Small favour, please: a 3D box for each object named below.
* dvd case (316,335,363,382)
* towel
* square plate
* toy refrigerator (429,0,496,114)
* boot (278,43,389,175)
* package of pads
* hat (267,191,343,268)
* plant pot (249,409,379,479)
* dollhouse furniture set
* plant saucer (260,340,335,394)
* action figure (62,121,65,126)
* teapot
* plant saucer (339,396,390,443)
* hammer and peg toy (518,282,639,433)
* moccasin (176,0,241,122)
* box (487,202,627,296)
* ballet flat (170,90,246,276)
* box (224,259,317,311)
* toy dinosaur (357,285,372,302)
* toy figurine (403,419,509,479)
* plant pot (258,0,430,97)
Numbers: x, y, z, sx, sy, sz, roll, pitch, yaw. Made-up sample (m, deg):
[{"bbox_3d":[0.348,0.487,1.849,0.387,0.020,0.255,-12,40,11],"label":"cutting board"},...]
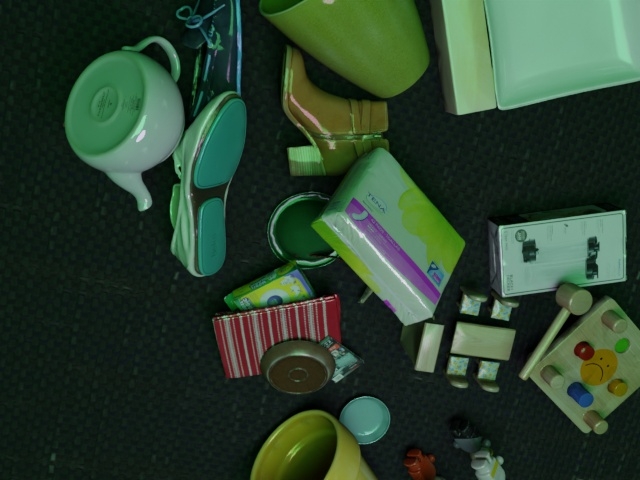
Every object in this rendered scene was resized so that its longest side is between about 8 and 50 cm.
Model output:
[{"bbox_3d":[0.027,0.267,1.848,0.087,0.013,0.119,-40,122,20],"label":"dvd case"},{"bbox_3d":[-0.086,0.210,1.809,0.275,0.031,0.199,-10,129,-4],"label":"towel"},{"bbox_3d":[0.508,-0.479,1.738,0.344,0.049,0.347,-13,105,-3],"label":"square plate"},{"bbox_3d":[0.294,-0.403,1.703,0.094,0.102,0.269,-11,104,-4],"label":"toy refrigerator"},{"bbox_3d":[0.030,-0.270,1.696,0.220,0.109,0.283,-8,106,-4],"label":"boot"},{"bbox_3d":[0.147,-0.014,1.657,0.296,0.229,0.101,47,138,-17],"label":"package of pads"},{"bbox_3d":[0.000,0.000,1.720,0.208,0.183,0.173,-9,106,-5],"label":"hat"},{"bbox_3d":[0.012,0.544,1.837,0.254,0.254,0.239,-42,121,4],"label":"plant pot"},{"bbox_3d":[0.316,0.222,1.825,0.242,0.161,0.212,9,102,-9],"label":"dollhouse furniture set"},{"bbox_3d":[-0.050,0.288,1.827,0.168,0.029,0.168,0,129,-1],"label":"plant saucer"},{"bbox_3d":[-0.469,-0.252,1.683,0.115,0.030,0.038,-19,110,0],"label":"action figure"},{"bbox_3d":[-0.354,-0.238,1.607,0.256,0.187,0.252,-42,61,16],"label":"teapot"},{"bbox_3d":[0.101,0.413,1.917,0.119,0.021,0.119,-1,103,-6],"label":"plant saucer"},{"bbox_3d":[0.587,0.255,1.863,0.266,0.127,0.361,-45,114,5],"label":"hammer and peg toy"},{"bbox_3d":[-0.218,-0.389,1.621,0.117,0.138,0.342,-4,103,-14],"label":"moccasin"},{"bbox_3d":[0.526,0.020,1.841,0.290,0.087,0.169,-8,104,-5],"label":"box"},{"bbox_3d":[-0.247,-0.118,1.668,0.139,0.139,0.400,7,115,-9],"label":"ballet flat"},{"bbox_3d":[-0.109,0.126,1.790,0.179,0.043,0.105,-26,123,9],"label":"box"},{"bbox_3d":[0.163,0.017,1.812,0.118,0.064,0.268,10,104,-3],"label":"toy dinosaur"},{"bbox_3d":[0.318,0.540,1.880,0.209,0.213,0.148,-36,114,0],"label":"toy figurine"},{"bbox_3d":[0.077,-0.427,1.610,0.275,0.275,0.293,-42,121,4],"label":"plant pot"}]
